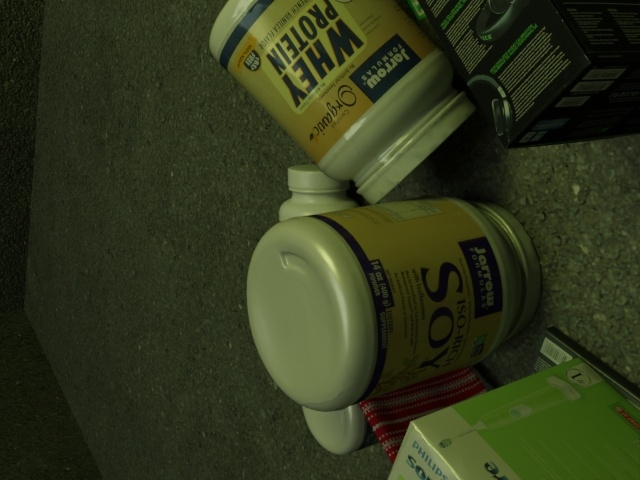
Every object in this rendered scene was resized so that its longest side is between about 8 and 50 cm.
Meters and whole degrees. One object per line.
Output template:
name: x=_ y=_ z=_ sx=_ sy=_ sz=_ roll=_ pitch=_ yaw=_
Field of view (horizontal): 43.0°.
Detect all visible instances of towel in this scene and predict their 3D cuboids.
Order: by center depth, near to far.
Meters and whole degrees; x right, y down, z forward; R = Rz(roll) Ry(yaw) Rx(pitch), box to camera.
towel: x=0.149 y=0.218 z=1.114 sx=0.275 sy=0.199 sz=0.031 roll=56 pitch=144 yaw=42

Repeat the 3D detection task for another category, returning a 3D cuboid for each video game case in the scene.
video game case: x=0.328 y=0.277 z=1.055 sx=0.196 sy=0.026 sz=0.274 roll=40 pitch=130 yaw=43

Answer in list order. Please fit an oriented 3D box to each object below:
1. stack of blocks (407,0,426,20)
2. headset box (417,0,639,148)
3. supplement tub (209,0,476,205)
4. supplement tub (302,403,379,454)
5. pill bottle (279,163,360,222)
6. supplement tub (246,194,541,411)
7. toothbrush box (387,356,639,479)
stack of blocks: x=0.099 y=-0.440 z=1.039 sx=0.297 sy=0.087 sz=0.171 roll=55 pitch=146 yaw=-9
headset box: x=0.241 y=-0.253 z=0.845 sx=0.131 sy=0.246 sz=0.283 roll=-50 pitch=59 yaw=48
supplement tub: x=0.032 y=-0.225 z=1.094 sx=0.316 sy=0.228 sz=0.228 roll=46 pitch=141 yaw=-1
supplement tub: x=0.086 y=0.230 z=1.233 sx=0.144 sy=0.200 sz=0.144 roll=20 pitch=115 yaw=52
pill bottle: x=0.000 y=0.000 z=1.353 sx=0.136 sy=0.136 sz=0.245 roll=16 pitch=111 yaw=53
supplement tub: x=0.099 y=0.068 z=1.056 sx=0.241 sy=0.331 sz=0.241 roll=21 pitch=116 yaw=52
toothbrush box: x=0.249 y=0.268 z=0.895 sx=0.206 sy=0.283 sz=0.122 roll=46 pitch=133 yaw=38
